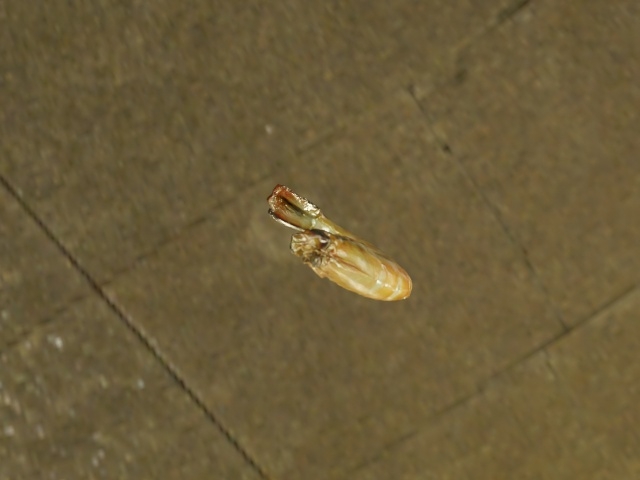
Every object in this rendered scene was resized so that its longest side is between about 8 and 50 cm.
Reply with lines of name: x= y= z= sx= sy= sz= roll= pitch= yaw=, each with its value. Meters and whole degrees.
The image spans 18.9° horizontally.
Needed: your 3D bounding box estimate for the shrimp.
shrimp: x=0.000 y=0.000 z=0.988 sx=0.025 sy=0.091 sz=0.127 roll=-55 pitch=159 yaw=6
